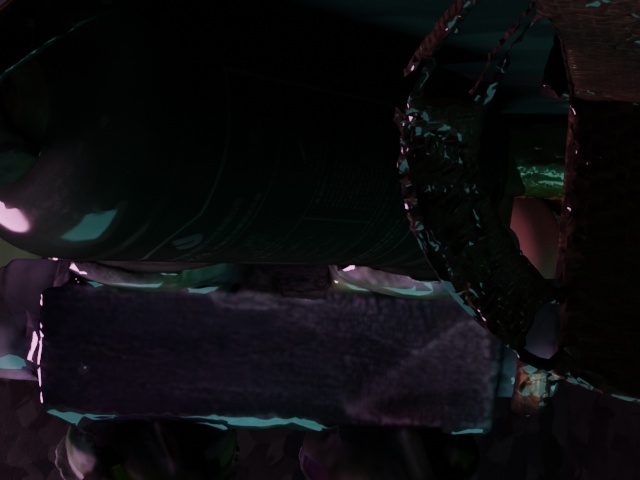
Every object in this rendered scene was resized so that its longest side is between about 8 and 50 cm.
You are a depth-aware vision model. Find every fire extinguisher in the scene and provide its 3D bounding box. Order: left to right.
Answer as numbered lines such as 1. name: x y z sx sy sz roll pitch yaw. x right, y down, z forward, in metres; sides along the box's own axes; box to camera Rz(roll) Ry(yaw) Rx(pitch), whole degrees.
1. fire extinguisher: -0.037 -0.042 0.530 0.114 0.095 0.311 -34 159 32

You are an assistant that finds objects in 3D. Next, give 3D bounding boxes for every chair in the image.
1. chair: 0.117 -0.014 0.427 0.174 0.149 0.213 3 175 15

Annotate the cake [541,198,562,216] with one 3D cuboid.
1. cake: 0.356 -0.034 1.429 0.262 0.159 0.158 37 -174 9

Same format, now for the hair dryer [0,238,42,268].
1. hair dryer: -0.279 -0.040 0.866 0.236 0.131 0.073 16 179 -12

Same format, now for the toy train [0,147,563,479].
1. toy train: -0.022 0.027 0.796 0.307 0.173 0.249 2 -155 -2

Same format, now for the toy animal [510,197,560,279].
1. toy animal: 0.141 0.003 1.435 0.248 0.149 0.165 -5 160 12

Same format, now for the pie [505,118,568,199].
1. pie: 0.166 -0.045 0.951 0.240 0.054 0.240 0 179 0
